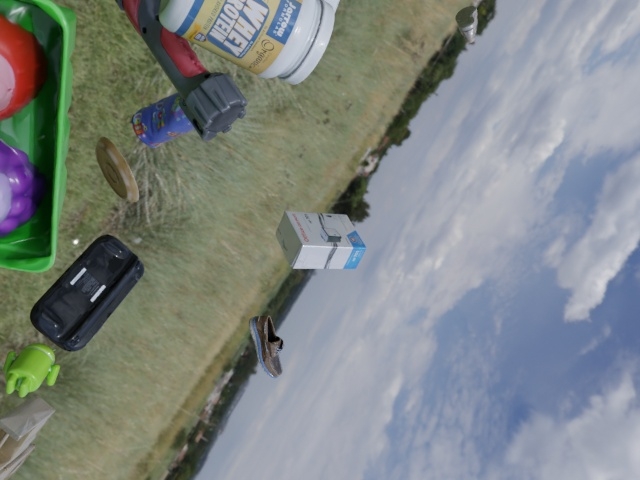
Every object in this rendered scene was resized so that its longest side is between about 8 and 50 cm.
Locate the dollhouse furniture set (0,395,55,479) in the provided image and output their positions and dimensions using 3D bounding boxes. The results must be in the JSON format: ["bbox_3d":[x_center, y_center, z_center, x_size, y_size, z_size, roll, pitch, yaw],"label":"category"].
[{"bbox_3d":[-0.486,0.272,0.754,0.184,0.129,0.129,-50,180,12],"label":"dollhouse furniture set"}]

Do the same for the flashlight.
[{"bbox_3d":[-0.226,-0.318,0.844,0.103,0.304,0.103,-31,170,-26],"label":"flashlight"}]

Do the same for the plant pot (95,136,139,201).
[{"bbox_3d":[-0.681,-0.228,1.724,0.032,0.236,0.236,-33,167,-30],"label":"plant pot"}]

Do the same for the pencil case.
[{"bbox_3d":[-0.436,-0.378,1.558,0.306,0.133,0.119,-12,175,38],"label":"pencil case"}]

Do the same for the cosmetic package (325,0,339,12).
[{"bbox_3d":[-0.083,-0.469,0.825,0.225,0.224,0.138,-108,-144,-54],"label":"cosmetic package"}]

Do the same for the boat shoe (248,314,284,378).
[{"bbox_3d":[-0.139,0.294,1.440,0.066,0.183,0.066,-19,-174,24],"label":"boat shoe"}]

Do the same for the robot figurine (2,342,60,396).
[{"bbox_3d":[-0.574,0.252,1.032,0.115,0.101,0.067,-86,-163,-57],"label":"robot figurine"}]

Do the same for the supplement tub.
[{"bbox_3d":[-0.096,-0.308,0.693,0.144,0.199,0.144,-35,-135,45],"label":"supplement tub"}]

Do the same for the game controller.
[{"bbox_3d":[-0.613,0.134,1.392,0.067,0.166,0.319,-21,-149,46],"label":"game controller"}]

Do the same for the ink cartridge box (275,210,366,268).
[{"bbox_3d":[0.000,0.000,1.334,0.082,0.190,0.140,-63,-141,33],"label":"ink cartridge box"}]

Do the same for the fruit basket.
[{"bbox_3d":[-0.451,-0.119,0.591,0.392,0.282,0.392,-167,-90,-78],"label":"fruit basket"}]

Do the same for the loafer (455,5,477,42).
[{"bbox_3d":[0.308,-0.453,1.091,0.045,0.039,0.125,-10,-143,24],"label":"loafer"}]
